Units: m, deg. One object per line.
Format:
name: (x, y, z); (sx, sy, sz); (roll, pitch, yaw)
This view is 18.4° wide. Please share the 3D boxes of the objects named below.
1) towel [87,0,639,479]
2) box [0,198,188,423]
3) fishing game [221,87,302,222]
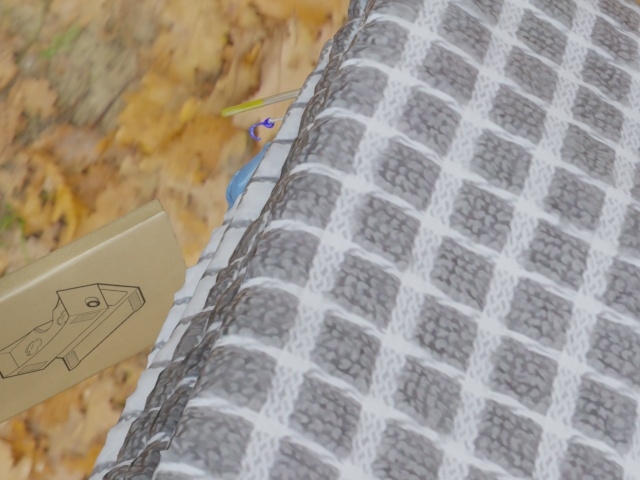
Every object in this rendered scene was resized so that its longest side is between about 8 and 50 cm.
towel: (0.076, 0.061, 0.439); (0.235, 0.284, 0.121); (29, 130, -6)
box: (-0.190, 0.060, 1.448); (0.201, 0.164, 0.021); (-27, 61, -8)
fishing game: (0.000, 0.000, 1.658); (0.189, 0.041, 0.264); (-18, 91, 33)
